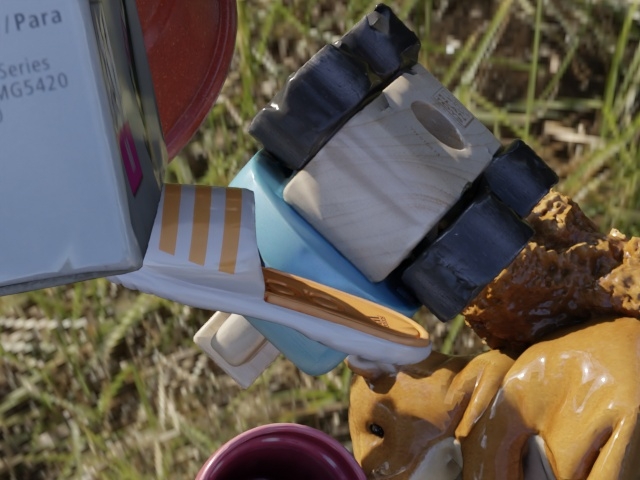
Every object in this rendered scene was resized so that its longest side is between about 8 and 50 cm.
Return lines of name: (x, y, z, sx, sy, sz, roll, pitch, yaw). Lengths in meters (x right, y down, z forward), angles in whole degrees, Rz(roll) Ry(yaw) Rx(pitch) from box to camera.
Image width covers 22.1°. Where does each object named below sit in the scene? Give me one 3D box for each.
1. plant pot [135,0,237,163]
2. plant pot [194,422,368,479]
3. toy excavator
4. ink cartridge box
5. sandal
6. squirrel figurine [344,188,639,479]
plant pot: (-0.210, -0.179, 0.898, 0.272, 0.265, 0.272, -7, 58, 11)
plant pot: (-0.055, 0.312, 1.796, 0.201, 0.180, 0.201, 3, 75, -11)
toy excavator: (-0.013, 0.017, 1.475, 0.222, 0.433, 0.445, 45, 114, 0)
ink cartridge box: (-0.103, -0.122, 0.525, 0.060, 0.275, 0.239, -11, 99, -2)
sandal: (-0.044, 0.006, 1.050, 0.265, 0.102, 0.076, 17, 101, -14)
squirrel figurine: (0.218, 0.148, 1.756, 0.370, 0.281, 0.397, 9, 79, 33)
